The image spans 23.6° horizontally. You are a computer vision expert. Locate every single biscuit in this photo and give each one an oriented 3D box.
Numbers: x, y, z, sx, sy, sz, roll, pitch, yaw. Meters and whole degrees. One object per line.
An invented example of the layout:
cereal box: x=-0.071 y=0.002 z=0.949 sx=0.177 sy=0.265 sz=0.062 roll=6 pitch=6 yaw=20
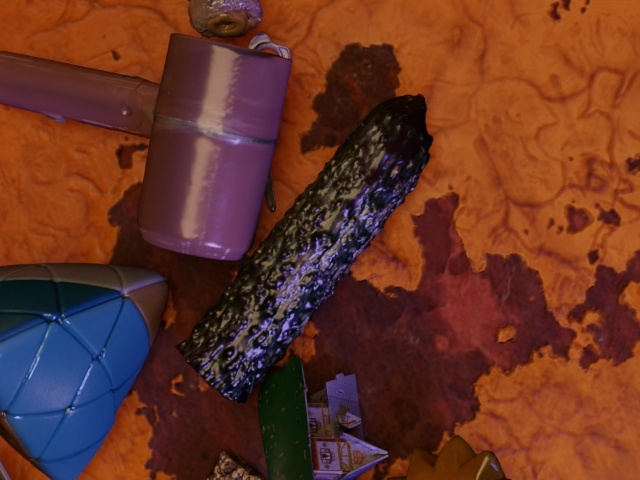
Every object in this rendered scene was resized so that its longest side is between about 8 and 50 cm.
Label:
biscuit: x=-0.125 y=0.313 z=1.569 sx=0.064 sy=0.034 sz=0.199 roll=32 pitch=92 yaw=10

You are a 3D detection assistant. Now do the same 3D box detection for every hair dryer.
hair dryer: x=-0.211 y=-0.119 z=1.583 sx=0.352 sy=0.125 sz=0.210 roll=14 pitch=96 yaw=22

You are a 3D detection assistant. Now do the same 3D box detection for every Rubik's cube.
Rubik's cube: x=-0.246 y=0.128 z=1.553 sx=0.254 sy=0.254 sz=0.254 roll=-1 pitch=86 yaw=9

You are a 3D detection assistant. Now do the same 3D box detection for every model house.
model house: x=0.003 y=0.207 z=1.532 sx=0.088 sy=0.117 sz=0.167 roll=4 pitch=61 yaw=-25

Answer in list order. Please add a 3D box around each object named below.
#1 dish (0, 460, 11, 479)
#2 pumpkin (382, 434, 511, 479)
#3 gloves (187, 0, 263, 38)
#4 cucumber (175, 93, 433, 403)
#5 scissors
dish: x=-0.401 y=0.325 z=1.595 sx=0.234 sy=0.064 sz=0.154 roll=-29 pitch=82 yaw=5
pumpkin: x=0.124 y=0.309 z=1.512 sx=0.149 sy=0.130 sz=0.254 roll=32 pitch=109 yaw=-30
gloves: x=-0.104 y=-0.278 z=1.565 sx=0.110 sy=0.094 sz=0.144 roll=-24 pitch=70 yaw=-19
cucumber: x=0.000 y=0.000 z=1.545 sx=0.096 sy=0.096 sz=0.359 roll=40 pitch=91 yaw=9
scissors: x=-0.068 y=-0.122 z=1.602 sx=0.100 sy=0.015 sz=0.189 roll=-11 pitch=85 yaw=10
